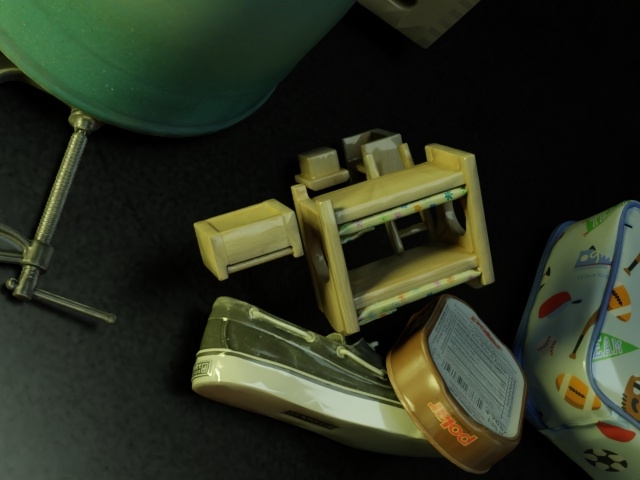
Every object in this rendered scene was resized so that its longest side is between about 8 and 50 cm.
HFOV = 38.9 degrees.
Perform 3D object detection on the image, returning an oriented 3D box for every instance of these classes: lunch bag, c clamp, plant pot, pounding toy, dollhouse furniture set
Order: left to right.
[{"bbox_3d":[-0.179,-0.039,0.563,0.137,0.022,0.160,18,66,-26],"label":"c clamp"},{"bbox_3d":[-0.059,-0.239,0.553,0.272,0.255,0.271,17,60,-33],"label":"plant pot"},{"bbox_3d":[0.000,0.000,0.644,0.182,0.161,0.101,-18,109,-16],"label":"dollhouse furniture set"},{"bbox_3d":[0.056,-0.300,0.791,0.181,0.094,0.206,30,49,-21],"label":"pounding toy"},{"bbox_3d":[0.319,0.121,0.833,0.303,0.115,0.243,40,52,-20],"label":"lunch bag"}]

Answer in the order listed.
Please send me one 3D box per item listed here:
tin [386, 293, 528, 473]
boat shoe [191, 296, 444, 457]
[{"bbox_3d":[0.105,0.099,0.663,0.106,0.040,0.190,51,20,0],"label":"tin"},{"bbox_3d":[0.018,0.098,0.629,0.219,0.078,0.070,25,62,-27],"label":"boat shoe"}]
